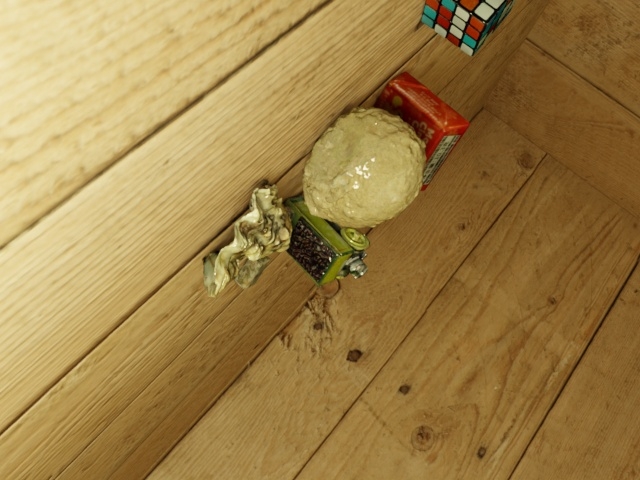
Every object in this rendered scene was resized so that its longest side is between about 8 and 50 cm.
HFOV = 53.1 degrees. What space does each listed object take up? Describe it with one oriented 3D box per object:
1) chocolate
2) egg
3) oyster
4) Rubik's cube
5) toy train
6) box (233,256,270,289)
[{"bbox_3d":[0.228,-0.280,1.682,0.108,0.235,0.237,-23,152,-49],"label":"chocolate"},{"bbox_3d":[0.099,-0.158,1.455,0.310,0.279,0.279,-42,177,33],"label":"egg"},{"bbox_3d":[-0.139,-0.002,1.335,0.237,0.115,0.351,-52,171,7],"label":"oyster"},{"bbox_3d":[0.336,-0.535,1.419,0.154,0.155,0.151,-49,171,-8],"label":"Rubik's cube"},{"bbox_3d":[0.000,0.000,1.612,0.178,0.261,0.134,-17,146,-50],"label":"toy train"},{"bbox_3d":[-0.178,0.077,1.670,0.098,0.045,0.062,-55,169,28],"label":"box"}]
